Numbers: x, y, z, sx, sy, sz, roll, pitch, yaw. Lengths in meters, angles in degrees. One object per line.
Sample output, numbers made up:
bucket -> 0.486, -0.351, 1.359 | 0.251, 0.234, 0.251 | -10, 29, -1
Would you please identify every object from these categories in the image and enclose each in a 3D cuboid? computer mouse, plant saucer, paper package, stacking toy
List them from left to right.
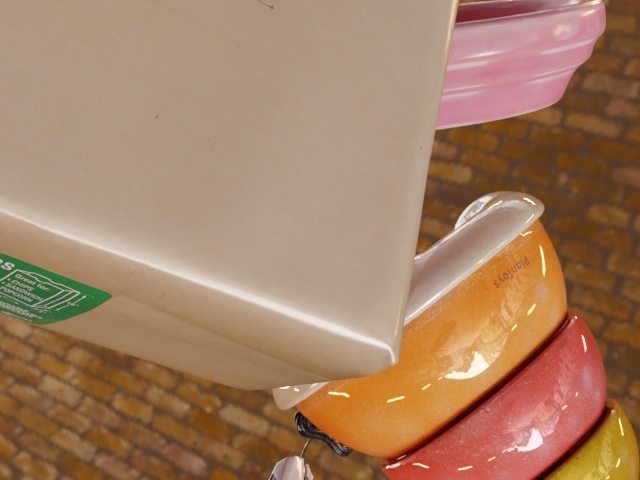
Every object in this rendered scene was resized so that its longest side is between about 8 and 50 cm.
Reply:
paper package -> -0.102, -0.106, 0.748 | 0.168, 0.325, 0.309 | -24, -130, 54
computer mouse -> -0.028, 0.285, 1.617 | 0.042, 0.106, 0.193 | 11, -118, 35
plant saucer -> 0.073, -0.145, 1.193 | 0.332, 0.084, 0.332 | -7, -169, 2
stacking toy -> 0.210, 0.222, 1.495 | 0.350, 0.350, 0.480 | -36, -93, -15
